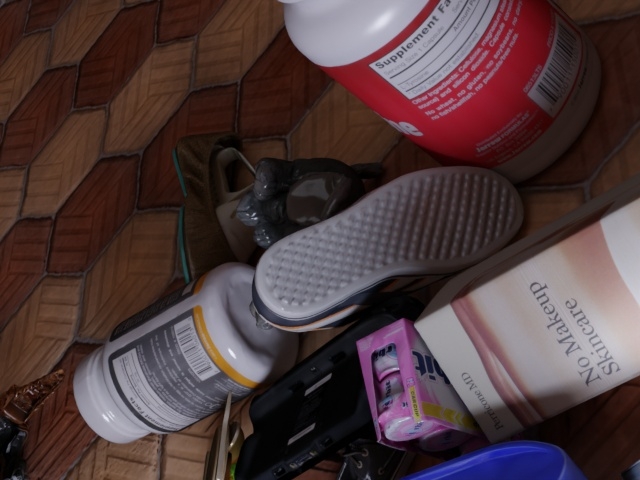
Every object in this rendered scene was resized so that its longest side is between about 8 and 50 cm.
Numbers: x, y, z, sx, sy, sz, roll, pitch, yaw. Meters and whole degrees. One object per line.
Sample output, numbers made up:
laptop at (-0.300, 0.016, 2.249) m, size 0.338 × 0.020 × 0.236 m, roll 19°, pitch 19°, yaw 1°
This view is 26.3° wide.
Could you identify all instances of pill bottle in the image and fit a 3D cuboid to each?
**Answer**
pill bottle at (0.110, -0.248, 1.515) m, size 0.229 × 0.408 × 0.229 m, roll -31°, pitch 41°, yaw 31°
pill bottle at (-0.176, 0.151, 1.743) m, size 0.278 × 0.162 × 0.162 m, roll -30°, pitch 42°, yaw 32°

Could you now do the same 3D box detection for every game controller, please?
game controller at (0.006, 0.180, 1.524) m, size 0.319 × 0.067 × 0.166 m, roll -40°, pitch 30°, yaw 46°

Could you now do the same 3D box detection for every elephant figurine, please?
elephant figurine at (0.000, 0.000, 1.669) m, size 0.186 × 0.169 × 0.239 m, roll -63°, pitch 26°, yaw 16°

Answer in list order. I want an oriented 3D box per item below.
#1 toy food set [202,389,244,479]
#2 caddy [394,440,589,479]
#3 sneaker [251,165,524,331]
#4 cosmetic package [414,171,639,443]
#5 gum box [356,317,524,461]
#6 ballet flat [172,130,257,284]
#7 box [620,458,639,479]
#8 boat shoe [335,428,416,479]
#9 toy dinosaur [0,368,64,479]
toy food set at (-0.112, 0.273, 1.628) m, size 0.192 × 0.039 × 0.132 m, roll 111°, pitch 167°, yaw -56°
caddy at (0.135, 0.333, 1.209) m, size 0.341 × 0.179 × 0.241 m, roll -24°, pitch 28°, yaw 22°
sneaker at (0.068, 0.010, 1.540) m, size 0.127 × 0.321 × 0.126 m, roll 119°, pitch 131°, yaw -69°
cosmetic package at (0.257, 0.052, 1.286) m, size 0.296 × 0.153 × 0.129 m, roll -34°, pitch 3°, yaw 30°
gum box at (0.118, 0.153, 1.348) m, size 0.062 × 0.188 × 0.107 m, roll -30°, pitch 56°, yaw 30°
ballet flat at (-0.135, -0.045, 1.925) m, size 0.124 × 0.116 × 0.342 m, roll -23°, pitch 38°, yaw 10°
box at (0.342, 0.250, 1.155) m, size 0.114 × 0.036 × 0.207 m, roll -41°, pitch 37°, yaw 20°
boat shoe at (0.062, 0.220, 1.477) m, size 0.228 × 0.076 × 0.080 m, roll -54°, pitch 35°, yaw 1°
toy dinosaur at (-0.504, 0.300, 2.037) m, size 0.218 × 0.164 × 0.321 m, roll -93°, pitch 26°, yaw -63°
